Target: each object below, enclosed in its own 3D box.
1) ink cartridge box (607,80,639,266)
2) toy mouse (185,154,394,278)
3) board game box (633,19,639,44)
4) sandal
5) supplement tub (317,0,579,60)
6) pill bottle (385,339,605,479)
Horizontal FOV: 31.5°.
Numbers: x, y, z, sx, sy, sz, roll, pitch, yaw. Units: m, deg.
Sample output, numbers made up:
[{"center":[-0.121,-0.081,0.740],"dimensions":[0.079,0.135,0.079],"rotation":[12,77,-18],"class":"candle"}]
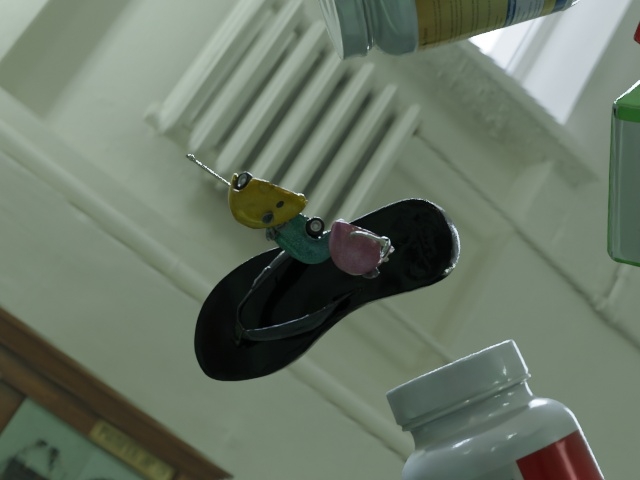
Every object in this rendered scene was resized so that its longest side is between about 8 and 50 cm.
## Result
[{"center":[0.332,-0.073,0.734],"dimensions":[0.198,0.273,0.115],"rotation":[13,-57,33],"class":"ink cartridge box"},{"center":[0.000,0.000,0.763],"dimensions":[0.161,0.031,0.143],"rotation":[19,-9,41],"class":"toy mouse"},{"center":[0.444,-0.231,0.898],"dimensions":[0.308,0.086,0.302],"rotation":[38,-48,29],"class":"board game box"},{"center":[-0.009,0.036,0.944],"dimensions":[0.097,0.254,0.054],"rotation":[64,20,14],"class":"sandal"},{"center":[0.096,-0.227,0.887],"dimensions":[0.144,0.199,0.144],"rotation":[163,-90,-87],"class":"supplement tub"},{"center":[0.238,0.337,1.359],"dimensions":[0.408,0.229,0.229],"rotation":[66,-18,10],"class":"pill bottle"}]
